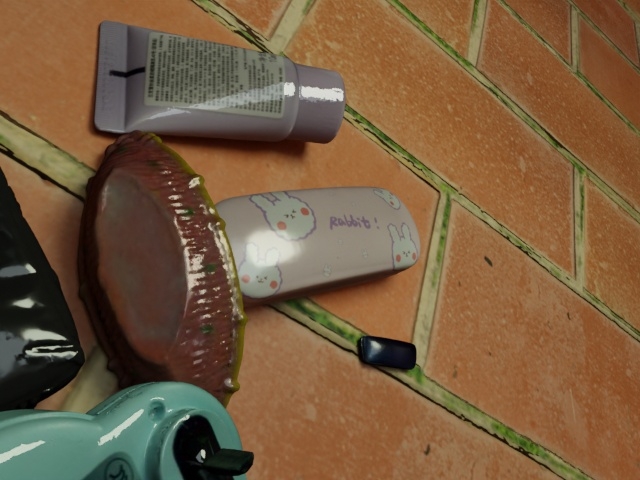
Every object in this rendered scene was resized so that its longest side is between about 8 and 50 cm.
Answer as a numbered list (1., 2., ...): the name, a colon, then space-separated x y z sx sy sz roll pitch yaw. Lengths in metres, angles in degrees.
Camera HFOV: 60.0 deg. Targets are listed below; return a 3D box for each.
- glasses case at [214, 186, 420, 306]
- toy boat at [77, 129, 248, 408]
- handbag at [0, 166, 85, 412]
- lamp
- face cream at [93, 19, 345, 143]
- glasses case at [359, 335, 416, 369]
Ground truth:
1. glasses case: 0.000 0.000 0.628 0.297 0.075 0.113 -8 71 -40
2. toy boat: -0.145 0.029 0.496 0.141 0.099 0.318 -18 75 1
3. handbag: -0.324 0.043 0.356 0.275 0.088 0.244 -23 81 -39
4. lamp: -0.163 0.199 0.344 0.284 0.147 0.209 -27 106 -32
5. face cream: -0.110 -0.171 0.637 0.274 0.096 0.154 4 65 -22
6. glasses case: 0.084 0.133 0.657 0.083 0.023 0.033 15 57 -30
